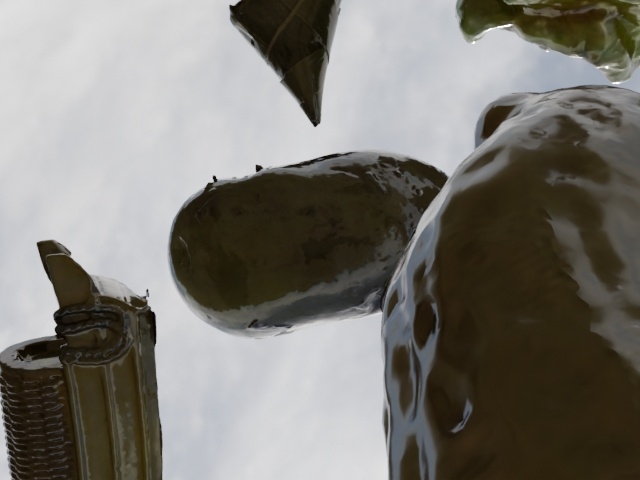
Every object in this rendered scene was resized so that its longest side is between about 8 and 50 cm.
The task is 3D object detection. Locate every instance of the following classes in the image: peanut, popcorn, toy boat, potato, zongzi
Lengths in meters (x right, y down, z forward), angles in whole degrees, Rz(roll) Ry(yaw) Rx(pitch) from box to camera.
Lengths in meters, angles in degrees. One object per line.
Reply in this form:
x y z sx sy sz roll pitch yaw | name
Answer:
0.122 0.064 0.555 0.387 0.192 0.169 -89 -168 -48 | peanut
0.313 -0.313 1.431 0.274 0.335 0.279 -26 -137 59 | popcorn
-0.177 0.151 1.005 0.089 0.115 0.310 -133 -139 -67 | toy boat
0.000 0.000 1.152 0.262 0.165 0.165 -15 -129 -4 | potato
0.002 -0.243 1.536 0.160 0.078 0.176 -40 -109 5 | zongzi

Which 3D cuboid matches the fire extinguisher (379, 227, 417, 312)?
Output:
0.159 -0.013 0.803 0.267 0.072 0.089 -13 -131 29 | fire extinguisher
